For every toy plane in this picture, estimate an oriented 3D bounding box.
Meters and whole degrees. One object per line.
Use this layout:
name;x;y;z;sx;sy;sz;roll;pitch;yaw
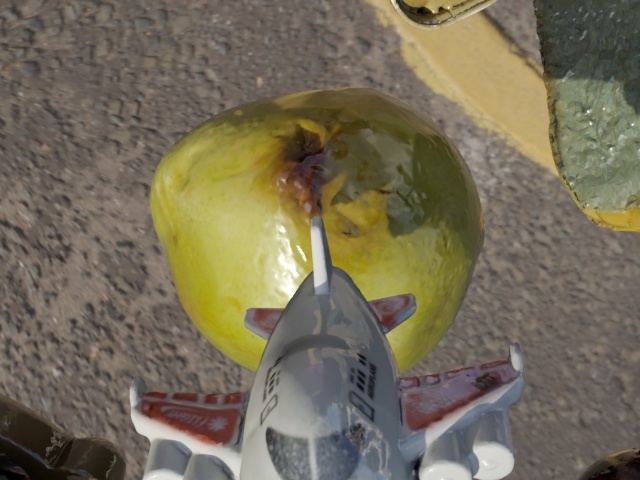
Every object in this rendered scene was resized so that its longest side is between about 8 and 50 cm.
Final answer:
toy plane;0.003;0.100;0.673;0.252;0.252;0.118;-24;129;-17

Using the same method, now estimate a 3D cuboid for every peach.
peach;0.004;0.002;1.005;0.314;0.315;0.282;-2;71;-24

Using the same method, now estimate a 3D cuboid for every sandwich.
sandwich;0.336;-0.156;0.932;0.099;0.301;0.271;9;71;-43

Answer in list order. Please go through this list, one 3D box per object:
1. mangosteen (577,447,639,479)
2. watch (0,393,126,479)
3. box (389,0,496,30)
mangosteen;0.289;0.233;0.873;0.166;0.166;0.180;32;89;-24
watch;-0.393;0.340;1.068;0.314;0.335;0.327;19;54;-2
box;0.071;-0.245;0.770;0.111;0.111;0.177;-30;109;-15
